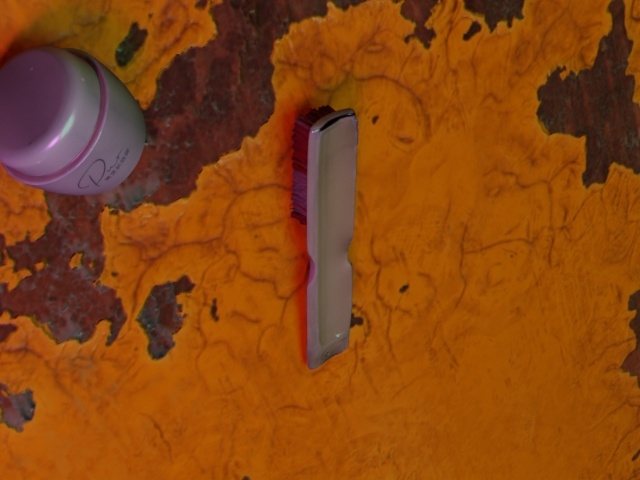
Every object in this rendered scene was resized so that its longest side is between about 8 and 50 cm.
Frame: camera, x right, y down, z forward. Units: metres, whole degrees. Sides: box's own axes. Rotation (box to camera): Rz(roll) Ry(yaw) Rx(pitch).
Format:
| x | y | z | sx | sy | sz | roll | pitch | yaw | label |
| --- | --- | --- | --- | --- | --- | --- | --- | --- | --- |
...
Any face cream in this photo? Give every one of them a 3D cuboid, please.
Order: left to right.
| x | y | z | sx | sy | sz | roll | pitch | yaw | label |
| --- | --- | --- | --- | --- | --- | --- | --- | --- | --- |
| -0.207 | -0.095 | 1.143 | 0.104 | 0.117 | 0.117 | 29 | 91 | -54 | face cream |

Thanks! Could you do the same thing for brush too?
| x | y | z | sx | sy | sz | roll | pitch | yaw | label |
| --- | --- | --- | --- | --- | --- | --- | --- | --- | --- |
| 0.000 | 0.000 | 1.449 | 0.060 | 0.050 | 0.321 | -30 | 138 | -32 | brush |
